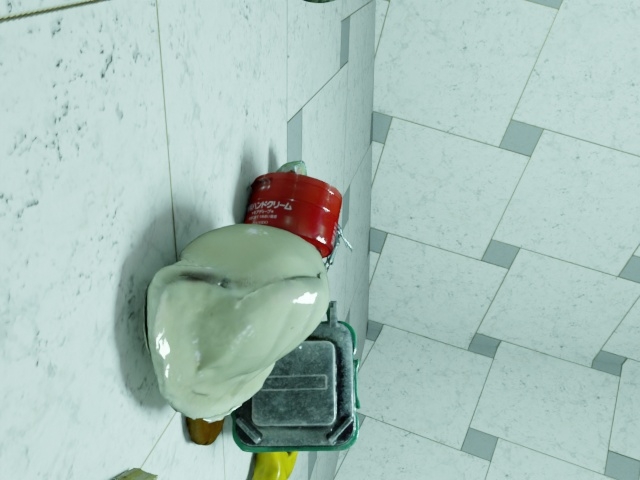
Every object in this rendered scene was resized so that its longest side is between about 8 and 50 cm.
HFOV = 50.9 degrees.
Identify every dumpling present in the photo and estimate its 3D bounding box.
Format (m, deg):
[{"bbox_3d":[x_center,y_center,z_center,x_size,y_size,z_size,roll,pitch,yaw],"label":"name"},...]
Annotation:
[{"bbox_3d":[-0.124,0.133,1.041,0.395,0.233,0.316,-6,105,-64],"label":"dumpling"}]

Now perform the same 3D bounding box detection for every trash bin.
[{"bbox_3d":[-0.048,0.312,1.477,0.381,0.258,0.296,87,2,-72],"label":"trash bin"}]

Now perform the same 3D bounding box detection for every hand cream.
[{"bbox_3d":[-0.056,-0.045,1.353,0.193,0.192,0.126,67,30,-69],"label":"hand cream"}]

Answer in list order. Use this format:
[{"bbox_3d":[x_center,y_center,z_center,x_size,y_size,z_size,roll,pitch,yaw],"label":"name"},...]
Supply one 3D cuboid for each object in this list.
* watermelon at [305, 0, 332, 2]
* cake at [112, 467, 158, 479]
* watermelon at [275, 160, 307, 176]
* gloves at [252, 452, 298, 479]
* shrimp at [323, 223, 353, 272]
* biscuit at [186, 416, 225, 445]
[{"bbox_3d":[-0.004,-0.562,1.270,0.212,0.212,0.212,7,90,-79],"label":"watermelon"},{"bbox_3d":[-0.257,0.331,0.893,0.121,0.051,0.065,-54,147,-67],"label":"cake"},{"bbox_3d":[-0.085,-0.098,1.509,0.187,0.071,0.139,96,14,-53],"label":"watermelon"},{"bbox_3d":[-0.110,0.509,1.676,0.133,0.116,0.295,95,2,-50],"label":"gloves"},{"bbox_3d":[0.000,-0.002,1.725,0.137,0.171,0.372,91,4,-52],"label":"shrimp"},{"bbox_3d":[-0.193,0.267,1.225,0.212,0.036,0.212,7,90,-81],"label":"biscuit"}]
